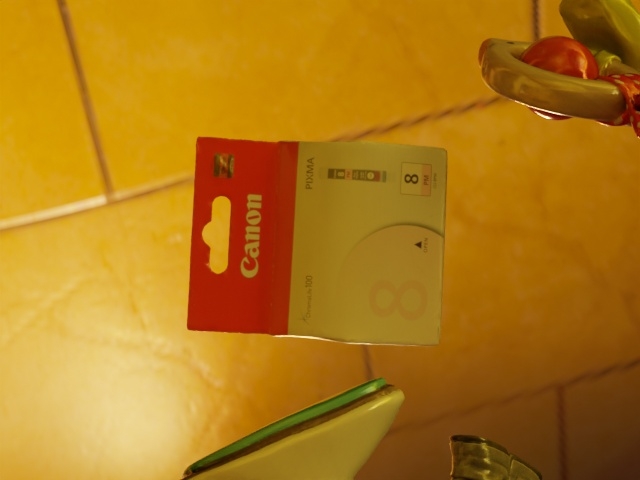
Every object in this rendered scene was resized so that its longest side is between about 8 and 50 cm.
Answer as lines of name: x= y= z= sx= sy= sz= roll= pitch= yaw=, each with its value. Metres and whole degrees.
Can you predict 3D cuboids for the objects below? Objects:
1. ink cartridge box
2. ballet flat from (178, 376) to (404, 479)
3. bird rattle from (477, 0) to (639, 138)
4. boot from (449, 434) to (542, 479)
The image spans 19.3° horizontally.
ink cartridge box: x=0.000 y=0.000 z=1.749 sx=0.232 sy=0.066 sz=0.189 roll=4 pitch=87 yaw=-19
ballet flat: x=-0.102 y=0.238 z=1.534 sx=0.400 sy=0.139 sz=0.139 roll=-21 pitch=134 yaw=-11
bird rattle: x=0.255 y=-0.141 z=1.791 sx=0.207 sy=0.253 sz=0.143 roll=4 pitch=118 yaw=-11
boot: x=0.201 y=0.305 z=1.897 sx=0.083 sy=0.161 sz=0.246 roll=-7 pitch=144 yaw=42
